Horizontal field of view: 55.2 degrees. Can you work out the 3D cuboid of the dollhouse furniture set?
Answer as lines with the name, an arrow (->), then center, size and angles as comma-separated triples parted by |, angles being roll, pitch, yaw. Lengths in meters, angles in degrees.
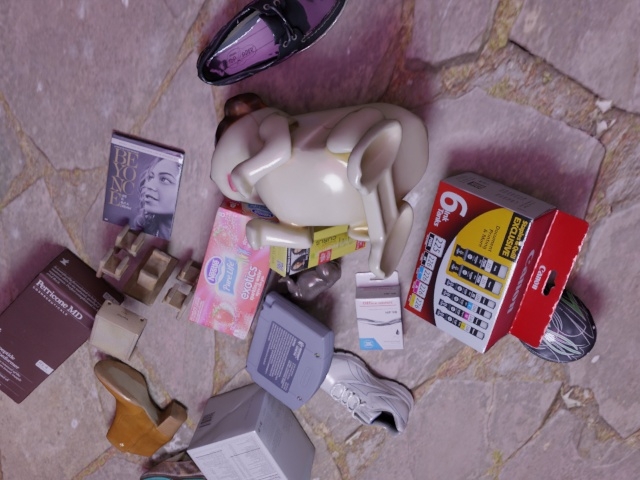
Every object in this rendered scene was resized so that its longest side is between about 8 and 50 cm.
dollhouse furniture set -> -0.417, 0.130, 1.404 | 0.212, 0.242, 0.161 | 29, 140, -7

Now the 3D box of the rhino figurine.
rhino figurine -> -0.049, 0.108, 1.420 | 0.106, 0.073, 0.243 | 39, 118, -12

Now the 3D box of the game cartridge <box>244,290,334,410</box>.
game cartridge -> -0.072, 0.271, 1.446 | 0.196, 0.060, 0.294 | 36, 133, 19

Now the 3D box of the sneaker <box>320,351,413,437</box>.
sneaker -> 0.096, 0.374, 1.496 | 0.297, 0.129, 0.111 | 26, 118, -4

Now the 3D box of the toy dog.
toy dog -> -0.028, -0.161, 1.160 | 0.408, 0.395, 0.284 | 10, 146, 27

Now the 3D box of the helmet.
helmet -> 0.507, 0.184, 1.333 | 0.170, 0.161, 0.169 | 3, 116, 6

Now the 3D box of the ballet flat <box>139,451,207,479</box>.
ballet flat -> -0.367, 0.639, 1.685 | 0.316, 0.106, 0.107 | -14, 122, 34

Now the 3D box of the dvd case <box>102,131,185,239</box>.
dvd case -> -0.404, -0.119, 1.390 | 0.165, 0.018, 0.221 | 17, 116, 0

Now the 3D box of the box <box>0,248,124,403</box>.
box -> -0.692, 0.220, 1.523 | 0.191, 0.143, 0.381 | 44, 111, -13

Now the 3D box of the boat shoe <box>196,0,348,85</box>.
boat shoe -> -0.100, -0.397, 1.165 | 0.340, 0.113, 0.127 | -22, 110, 16

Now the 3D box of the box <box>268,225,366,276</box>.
box -> 0.000, 0.000, 1.288 | 0.058, 0.232, 0.087 | 30, 125, 40

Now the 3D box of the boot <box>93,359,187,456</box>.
boot -> -0.523, 0.463, 1.634 | 0.295, 0.104, 0.211 | 39, 113, -16

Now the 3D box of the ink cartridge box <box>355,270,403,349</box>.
ink cartridge box -> 0.137, 0.165, 1.430 | 0.104, 0.060, 0.180 | -4, 115, 10

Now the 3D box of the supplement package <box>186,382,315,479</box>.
supplement package -> -0.168, 0.538, 1.568 | 0.198, 0.199, 0.262 | -22, 111, 17

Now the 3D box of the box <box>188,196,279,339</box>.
box -> -0.178, 0.047, 1.364 | 0.142, 0.154, 0.299 | 19, 117, -2

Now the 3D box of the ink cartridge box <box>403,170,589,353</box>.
ink cartridge box -> 0.347, 0.055, 1.243 | 0.272, 0.130, 0.309 | 28, 121, 32
